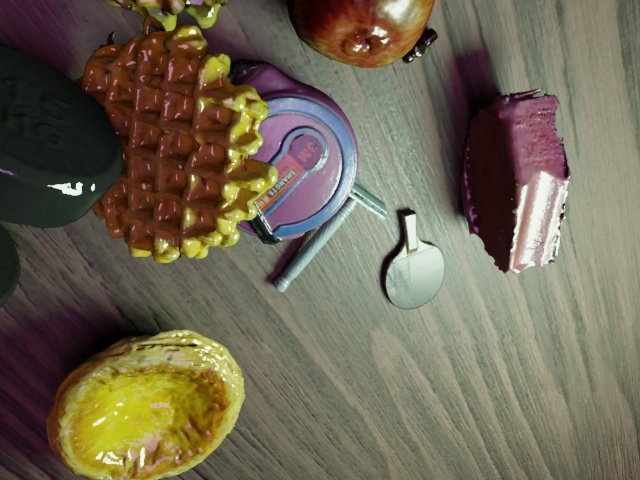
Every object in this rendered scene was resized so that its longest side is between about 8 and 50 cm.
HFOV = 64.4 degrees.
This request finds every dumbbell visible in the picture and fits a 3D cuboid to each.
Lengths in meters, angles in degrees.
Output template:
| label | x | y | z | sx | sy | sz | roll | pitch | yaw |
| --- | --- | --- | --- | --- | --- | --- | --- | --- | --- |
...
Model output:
| label | x | y | z | sx | sy | sz | roll | pitch | yaw |
| --- | --- | --- | --- | --- | --- | --- | --- | --- | --- |
| dumbbell | -0.397 | -0.042 | 0.570 | 0.322 | 0.203 | 0.204 | -39 | 123 | 24 |

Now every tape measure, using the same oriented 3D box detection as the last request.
| label | x | y | z | sx | sy | sz | roll | pitch | yaw |
| --- | --- | --- | --- | --- | --- | --- | --- | --- | --- |
| tape measure | -0.072 | -0.126 | 0.731 | 0.231 | 0.149 | 0.245 | -45 | 114 | 9 |

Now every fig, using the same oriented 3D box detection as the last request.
| label | x | y | z | sx | sy | sz | roll | pitch | yaw |
| --- | --- | --- | --- | --- | --- | --- | --- | --- | --- |
| fig | 0.056 | -0.328 | 0.653 | 0.205 | 0.205 | 0.205 | -8 | 117 | -16 |

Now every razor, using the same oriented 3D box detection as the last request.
| label | x | y | z | sx | sy | sz | roll | pitch | yaw |
| --- | --- | --- | --- | --- | --- | --- | --- | --- | --- |
| razor | 0.000 | 0.000 | 0.866 | 0.106 | 0.068 | 0.232 | 31 | 107 | -29 |

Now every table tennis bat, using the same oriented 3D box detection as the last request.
| label | x | y | z | sx | sy | sz | roll | pitch | yaw |
| --- | --- | --- | --- | --- | --- | --- | --- | --- | --- |
| table tennis bat | 0.177 | 0.041 | 0.969 | 0.130 | 0.019 | 0.220 | -18 | 121 | -12 |

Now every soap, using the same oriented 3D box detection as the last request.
| label | x | y | z | sx | sy | sz | roll | pitch | yaw |
| --- | --- | --- | --- | --- | --- | --- | --- | --- | --- |
| soap | 0.327 | -0.110 | 0.855 | 0.112 | 0.182 | 0.289 | -13 | 124 | -11 |

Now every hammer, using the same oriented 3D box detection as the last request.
| label | x | y | z | sx | sy | sz | roll | pitch | yaw |
| --- | --- | --- | --- | --- | --- | --- | --- | --- | --- |
| hammer | 0.110 | -0.351 | 0.752 | 0.065 | 0.021 | 0.178 | -39 | 119 | 2 |

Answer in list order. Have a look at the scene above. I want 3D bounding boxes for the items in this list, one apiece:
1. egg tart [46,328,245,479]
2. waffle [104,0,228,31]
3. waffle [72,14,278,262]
| label | x | y | z | sx | sy | sz | roll | pitch | yaw |
| --- | --- | --- | --- | --- | --- | --- | --- | --- | --- |
| egg tart | -0.284 | 0.263 | 0.854 | 0.319 | 0.128 | 0.318 | -9 | 120 | -17 |
| waffle | -0.206 | -0.453 | 0.548 | 0.382 | 0.095 | 0.379 | 29 | 102 | -26 |
| waffle | -0.198 | -0.115 | 0.619 | 0.062 | 0.330 | 0.328 | -29 | 135 | -57 |
